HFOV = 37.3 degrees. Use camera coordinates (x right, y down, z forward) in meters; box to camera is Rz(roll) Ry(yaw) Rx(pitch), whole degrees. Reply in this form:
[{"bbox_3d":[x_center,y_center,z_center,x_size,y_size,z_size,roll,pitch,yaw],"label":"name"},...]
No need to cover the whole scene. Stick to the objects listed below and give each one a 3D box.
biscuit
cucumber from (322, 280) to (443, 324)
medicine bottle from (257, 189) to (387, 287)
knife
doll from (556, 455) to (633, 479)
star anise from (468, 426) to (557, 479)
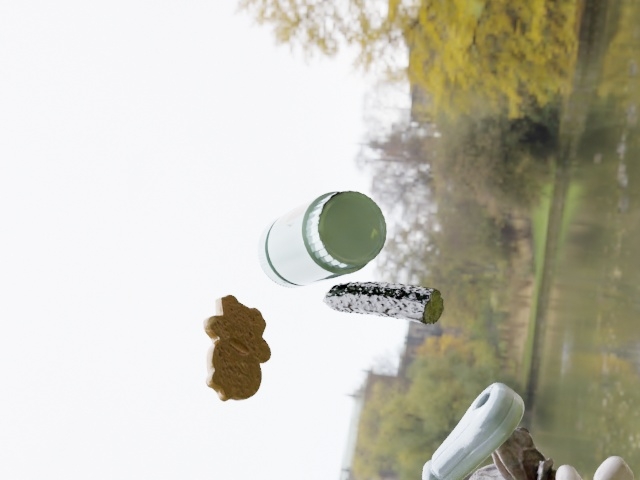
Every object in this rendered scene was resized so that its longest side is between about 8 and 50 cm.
[{"bbox_3d":[-0.131,0.172,1.488,0.133,0.027,0.184,24,-132,-42],"label":"biscuit"},{"bbox_3d":[0.107,0.114,1.811,0.072,0.300,0.072,-3,-85,-45],"label":"cucumber"},{"bbox_3d":[0.000,0.000,1.823,0.318,0.158,0.158,160,120,-67],"label":"medicine bottle"},{"bbox_3d":[0.106,0.289,1.043,0.331,0.044,0.080,-51,5,13],"label":"knife"},{"bbox_3d":[0.417,0.406,1.466,0.059,0.161,0.160,53,-134,-12],"label":"doll"},{"bbox_3d":[0.394,0.439,1.714,0.111,0.257,0.198,-58,-6,-35],"label":"star anise"}]
